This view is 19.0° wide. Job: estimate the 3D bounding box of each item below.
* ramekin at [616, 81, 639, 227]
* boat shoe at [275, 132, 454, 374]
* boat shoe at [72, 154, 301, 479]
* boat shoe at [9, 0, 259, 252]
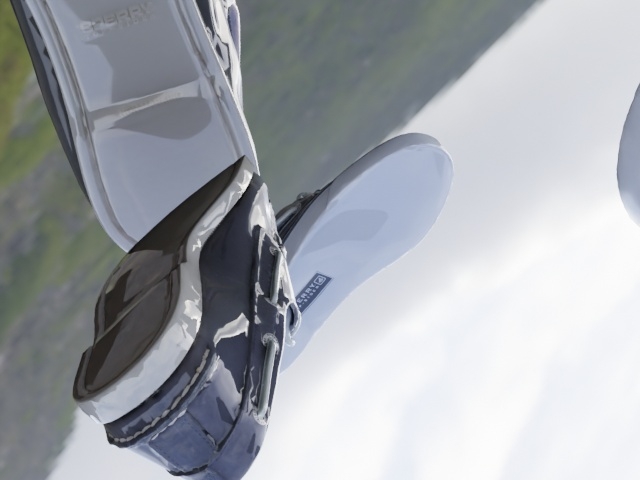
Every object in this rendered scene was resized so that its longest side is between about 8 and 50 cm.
[{"bbox_3d":[0.297,-0.062,0.954,0.277,0.135,0.277,-26,146,-19],"label":"ramekin"},{"bbox_3d":[0.000,0.000,1.765,0.301,0.108,0.102,-50,-143,22],"label":"boat shoe"},{"bbox_3d":[-0.043,0.030,0.742,0.075,0.065,0.206,-39,-166,18],"label":"boat shoe"},{"bbox_3d":[-0.094,-0.144,0.838,0.112,0.335,0.095,-12,-145,-4],"label":"boat shoe"}]
